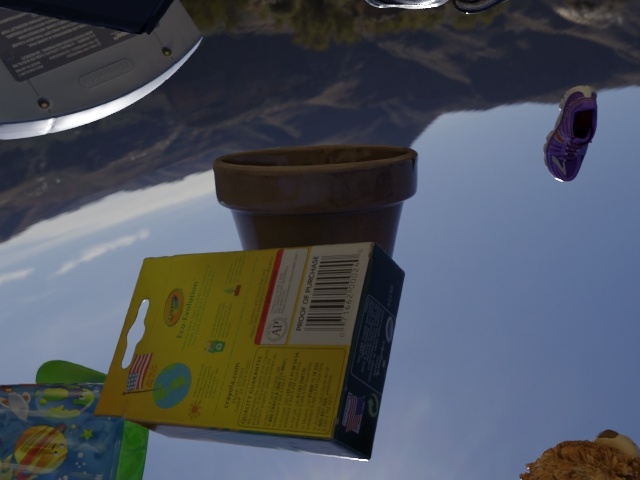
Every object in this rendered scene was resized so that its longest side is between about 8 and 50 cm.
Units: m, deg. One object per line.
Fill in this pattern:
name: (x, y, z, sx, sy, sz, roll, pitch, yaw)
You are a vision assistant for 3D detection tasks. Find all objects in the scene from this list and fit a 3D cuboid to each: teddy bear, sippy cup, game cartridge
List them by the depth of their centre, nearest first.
teddy bear: (0.392, 0.320, 0.868, 0.113, 0.338, 0.245, -56, 164, -1)
game cartridge: (-0.295, -0.241, 0.936, 0.294, 0.196, 0.060, -34, 177, -34)
sippy cup: (-0.366, 0.292, 1.071, 0.224, 0.239, 0.305, 11, 173, -19)

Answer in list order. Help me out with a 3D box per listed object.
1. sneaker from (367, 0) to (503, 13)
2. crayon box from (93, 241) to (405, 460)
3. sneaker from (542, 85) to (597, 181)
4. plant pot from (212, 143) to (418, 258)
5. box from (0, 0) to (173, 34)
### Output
sneaker: (0.141, -0.311, 0.890, 0.269, 0.101, 0.153, -4, -153, 34)
crayon box: (-0.080, 0.111, 0.840, 0.319, 0.081, 0.202, -3, -119, 33)
sneaker: (0.393, -0.157, 1.235, 0.068, 0.169, 0.071, 1, -138, 3)
plant pot: (0.000, 0.000, 1.017, 0.263, 0.229, 0.263, -3, -169, 1)
box: (-0.129, -0.174, 0.312, 0.220, 0.051, 0.175, 0, 149, -45)
